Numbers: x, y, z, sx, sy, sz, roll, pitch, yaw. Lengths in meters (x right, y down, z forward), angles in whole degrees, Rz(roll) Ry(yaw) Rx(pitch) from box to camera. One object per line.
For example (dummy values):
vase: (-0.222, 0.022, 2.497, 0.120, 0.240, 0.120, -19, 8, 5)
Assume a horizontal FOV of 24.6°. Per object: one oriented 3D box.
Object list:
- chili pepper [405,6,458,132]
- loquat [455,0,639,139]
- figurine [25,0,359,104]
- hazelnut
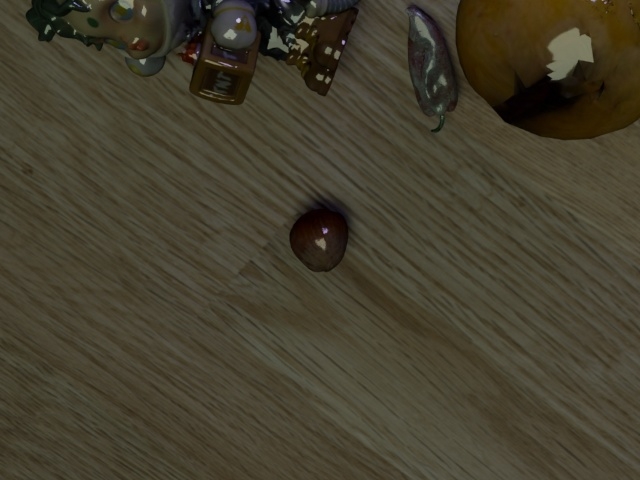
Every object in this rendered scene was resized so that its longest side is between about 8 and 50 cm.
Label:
chili pepper: (0.128, -0.201, 1.715, 0.050, 0.041, 0.153, -14, 104, 3)
loquat: (0.261, -0.220, 1.541, 0.235, 0.235, 0.235, 8, 126, 12)
figurine: (-0.159, -0.263, 1.677, 0.382, 0.186, 0.261, 20, 138, -4)
hazelnut: (0.000, 0.000, 1.871, 0.086, 0.086, 0.086, 8, 126, 12)
